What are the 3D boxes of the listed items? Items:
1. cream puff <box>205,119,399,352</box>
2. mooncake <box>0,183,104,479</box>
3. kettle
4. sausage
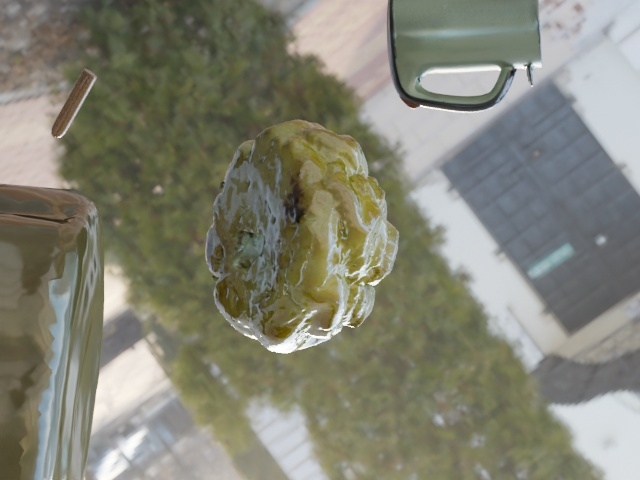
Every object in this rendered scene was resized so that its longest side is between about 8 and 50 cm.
[{"bbox_3d":[0.001,-0.001,1.745,0.257,0.291,0.324,7,106,-37],"label":"cream puff"},{"bbox_3d":[-0.381,0.157,1.339,0.262,0.466,0.467,4,174,-3],"label":"mooncake"},{"bbox_3d":[0.239,-0.330,2.041,0.255,0.240,0.165,-3,175,8],"label":"kettle"},{"bbox_3d":[-0.381,-0.209,1.896,0.116,0.026,0.026,-59,174,8],"label":"sausage"}]
